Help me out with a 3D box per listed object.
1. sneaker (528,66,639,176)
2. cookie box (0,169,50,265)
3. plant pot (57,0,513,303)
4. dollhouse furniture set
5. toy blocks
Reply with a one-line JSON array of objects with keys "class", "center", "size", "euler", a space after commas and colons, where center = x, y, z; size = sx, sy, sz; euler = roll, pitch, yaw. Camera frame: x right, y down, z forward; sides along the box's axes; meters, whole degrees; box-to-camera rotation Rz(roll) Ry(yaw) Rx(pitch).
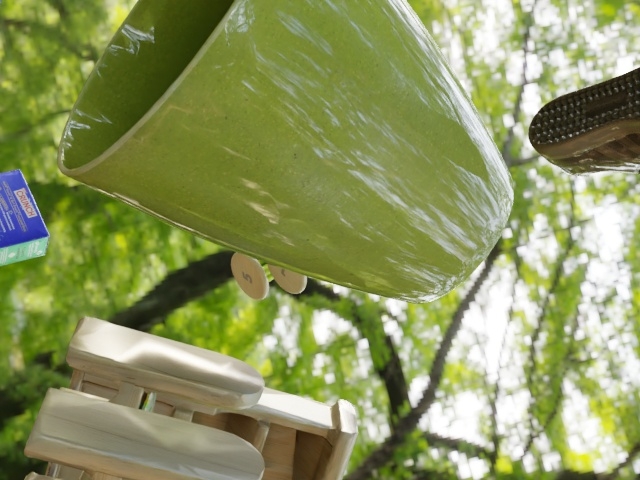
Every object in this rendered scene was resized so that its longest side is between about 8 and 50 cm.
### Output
[{"class": "sneaker", "center": [0.244, -0.086, 0.852], "size": [0.188, 0.071, 0.066], "euler": [-7, -119, 44]}, {"class": "cookie box", "center": [-0.353, -0.018, 1.249], "size": [0.092, 0.107, 0.040], "euler": [61, -32, 22]}, {"class": "plant pot", "center": [0.000, -0.085, 0.912], "size": [0.293, 0.275, 0.275], "euler": [35, 9, -24]}, {"class": "dollhouse furniture set", "center": [-0.109, 0.254, 0.929], "size": [0.394, 0.256, 0.362], "euler": [-97, -156, -72]}, {"class": "toy blocks", "center": [0.000, 0.000, 1.170], "size": [0.123, 0.148, 0.054], "euler": [-12, -75, 56]}]
